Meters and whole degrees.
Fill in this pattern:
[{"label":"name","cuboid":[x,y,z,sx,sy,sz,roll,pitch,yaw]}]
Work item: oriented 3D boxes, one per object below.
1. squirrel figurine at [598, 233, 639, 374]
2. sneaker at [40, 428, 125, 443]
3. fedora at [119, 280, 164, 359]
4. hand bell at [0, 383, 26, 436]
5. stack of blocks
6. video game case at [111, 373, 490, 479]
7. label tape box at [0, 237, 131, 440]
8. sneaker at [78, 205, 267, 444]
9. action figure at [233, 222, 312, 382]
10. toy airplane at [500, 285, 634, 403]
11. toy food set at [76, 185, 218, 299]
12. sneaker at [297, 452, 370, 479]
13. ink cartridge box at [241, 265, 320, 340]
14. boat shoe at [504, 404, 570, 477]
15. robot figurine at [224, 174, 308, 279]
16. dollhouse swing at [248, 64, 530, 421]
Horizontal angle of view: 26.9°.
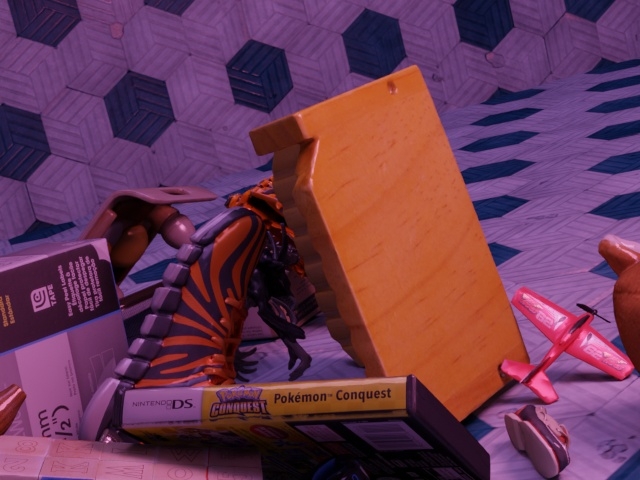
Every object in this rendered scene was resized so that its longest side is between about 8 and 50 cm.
[{"label":"squirrel figurine","cuboid":[0.456,0.035,1.255,0.370,0.281,0.397,-23,-4,6]},{"label":"sneaker","cuboid":[-0.306,0.255,1.337,0.271,0.108,0.100,-15,12,5]},{"label":"fedora","cuboid":[-0.202,0.121,1.793,0.275,0.124,0.244,-22,5,23]},{"label":"hand bell","cuboid":[-0.371,0.230,1.278,0.242,0.126,0.126,-46,26,-26]},{"label":"stack of blocks","cuboid":[-0.199,0.251,1.055,0.297,0.171,0.087,3,11,-5]},{"label":"video game case","cuboid":[-0.005,0.170,1.138,0.248,0.035,0.275,-5,-22,18]},{"label":"label tape box","cuboid":[-0.365,0.157,1.459,0.115,0.249,0.347,-3,11,37]},{"label":"sneaker","cuboid":[-0.101,0.128,1.414,0.180,0.321,0.124,23,-12,26]},{"label":"action figure","cuboid":[-0.097,0.116,1.576,0.276,0.141,0.164,-52,18,-23]},{"label":"toy airplane","cuboid":[0.251,0.116,1.407,0.151,0.028,0.151,5,48,-5]},{"label":"toy food set","cuboid":[-0.284,0.048,1.928,0.306,0.092,0.220,-53,-12,15]},{"label":"sneaker","cuboid":[0.062,0.215,1.048,0.217,0.121,0.079,-17,13,-14]},{"label":"ink cartridge box","cuboid":[-0.111,0.080,1.979,0.234,0.088,0.193,-7,15,30]},{"label":"boat shoe","cuboid":[0.207,0.181,1.231,0.043,0.049,0.137,-13,7,-6]},{"label":"robot figurine","cuboid":[0.000,0.000,1.884,0.291,0.085,0.211,29,20,6]},{"label":"dollhouse swing","cuboid":[0.010,0.030,1.465,0.305,0.347,0.315,-16,8,40]}]
